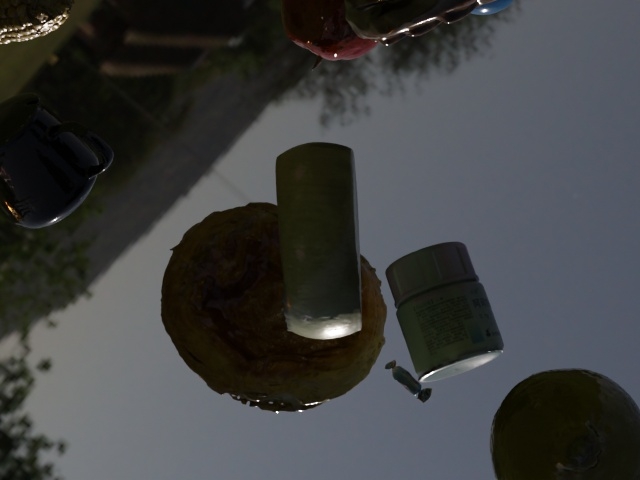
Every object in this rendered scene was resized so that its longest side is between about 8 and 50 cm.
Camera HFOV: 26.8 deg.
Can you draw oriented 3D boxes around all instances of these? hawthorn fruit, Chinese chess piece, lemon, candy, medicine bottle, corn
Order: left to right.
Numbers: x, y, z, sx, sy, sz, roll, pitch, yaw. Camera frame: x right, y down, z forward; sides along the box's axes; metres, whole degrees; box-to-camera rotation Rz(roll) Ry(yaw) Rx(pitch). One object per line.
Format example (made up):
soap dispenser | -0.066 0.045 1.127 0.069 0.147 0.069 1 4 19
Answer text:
corn | -0.397 -0.270 1.545 0.293 0.106 0.106 6 -128 44
Chinese chess piece | 0.000 0.000 1.704 0.250 0.101 0.250 -4 90 -88
hawthorn fruit | 0.024 -0.347 2.032 0.179 0.179 0.200 -81 -175 -68
candy | 0.136 0.213 2.054 0.030 0.083 0.020 -46 178 10
medicine bottle | 0.172 0.100 1.893 0.135 0.168 0.135 -18 165 -5
lemon | 0.273 0.229 1.477 0.184 0.184 0.248 -50 160 -2

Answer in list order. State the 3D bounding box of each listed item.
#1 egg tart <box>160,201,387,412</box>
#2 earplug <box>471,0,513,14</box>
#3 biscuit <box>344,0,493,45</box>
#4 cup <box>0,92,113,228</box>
egg tart | -0.074 0.108 2.028 0.352 0.352 0.150 -57 176 -33
earplug | 0.203 -0.416 1.711 0.132 0.132 0.273 -32 -126 56
biscuit | 0.165 -0.321 1.422 0.332 0.103 0.332 -30 -163 10
cup | -0.423 -0.130 2.043 0.223 0.176 0.169 -17 -145 31
